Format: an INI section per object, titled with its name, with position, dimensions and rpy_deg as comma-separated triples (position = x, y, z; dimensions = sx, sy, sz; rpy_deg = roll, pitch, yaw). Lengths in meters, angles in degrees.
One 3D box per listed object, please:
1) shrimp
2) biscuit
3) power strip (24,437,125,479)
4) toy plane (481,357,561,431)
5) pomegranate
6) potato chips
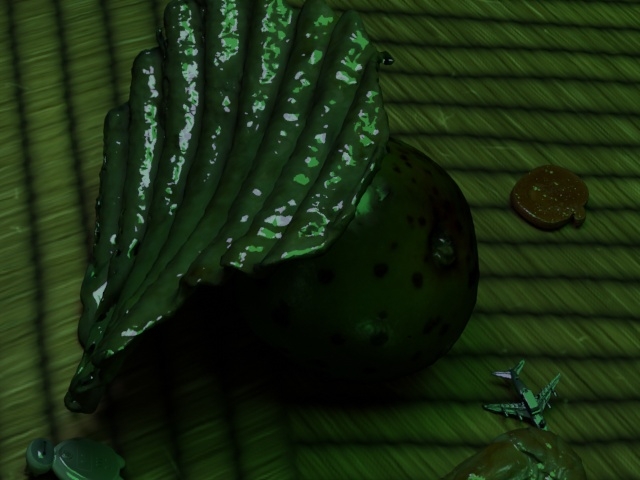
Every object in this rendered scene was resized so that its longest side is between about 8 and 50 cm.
[shrimp]
position = 0.153, 0.216, 1.566
dimensions = 0.180, 0.041, 0.099
rpy_deg = -19, 68, -34
[biscuit]
position = 0.233, -0.041, 1.866
dimensions = 0.078, 0.015, 0.091
rpy_deg = 40, 48, 21
[power strip]
position = -0.198, 0.183, 1.493
dimensions = 0.083, 0.035, 0.055
rpy_deg = 16, 41, -21
[toy plane]
position = 0.184, 0.143, 1.654
dimensions = 0.078, 0.024, 0.084
rpy_deg = -21, 52, -11
[pomegranate]
position = 0.015, 0.005, 1.631
dimensions = 0.231, 0.231, 0.286
rpy_deg = -10, 20, -26
[potato chips]
position = -0.100, -0.050, 1.520
dimensions = 0.097, 0.373, 0.389
rpy_deg = 35, 31, -30
